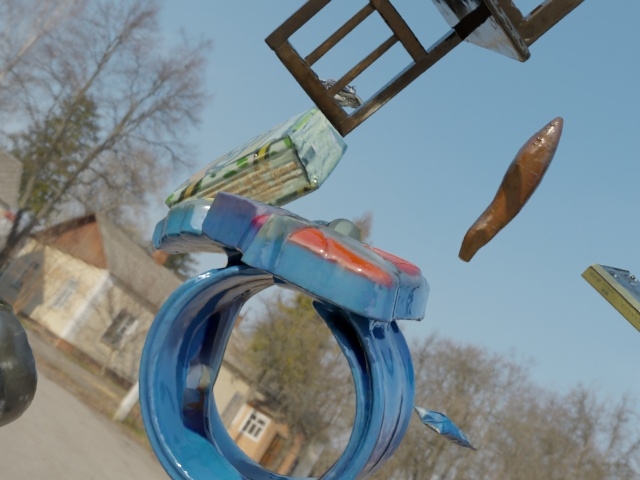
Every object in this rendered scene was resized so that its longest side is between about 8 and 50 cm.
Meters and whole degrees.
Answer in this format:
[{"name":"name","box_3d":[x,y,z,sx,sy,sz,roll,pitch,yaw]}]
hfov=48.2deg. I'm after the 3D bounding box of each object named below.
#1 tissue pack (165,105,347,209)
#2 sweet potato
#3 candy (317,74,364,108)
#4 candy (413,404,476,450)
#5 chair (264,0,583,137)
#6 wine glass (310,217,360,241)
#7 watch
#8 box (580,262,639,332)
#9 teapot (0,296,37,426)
[{"name":"tissue pack","box_3d":[-0.121,-0.131,1.405,0.310,0.228,0.128,-22,-74,27]},{"name":"sweet potato","box_3d":[0.297,-0.076,1.097,0.057,0.265,0.057,31,4,-2]},{"name":"candy","box_3d":[0.027,-0.298,1.434,0.093,0.051,0.226,14,13,-24]},{"name":"candy","box_3d":[0.233,0.354,1.378,0.088,0.038,0.136,35,-3,-38]},{"name":"chair","box_3d":[0.150,-0.303,0.852,0.203,0.416,0.241,47,6,-21]},{"name":"wine glass","box_3d":[0.000,0.000,1.533,0.093,0.093,0.202,40,-17,-21]},{"name":"watch","box_3d":[-0.065,0.104,0.682,0.305,0.275,0.241,18,0,22]},{"name":"box","box_3d":[0.625,0.149,1.326,0.210,0.045,0.270,11,33,-46]},{"name":"teapot","box_3d":[-0.544,0.221,0.821,0.305,0.361,0.376,42,-59,5]}]
